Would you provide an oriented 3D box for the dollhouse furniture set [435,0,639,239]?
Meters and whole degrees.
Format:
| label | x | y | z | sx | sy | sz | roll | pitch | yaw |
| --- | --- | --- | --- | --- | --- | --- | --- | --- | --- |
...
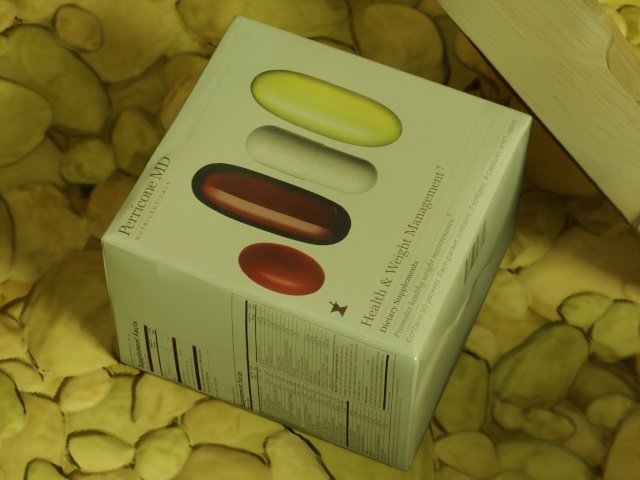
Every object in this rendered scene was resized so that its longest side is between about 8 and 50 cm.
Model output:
| label | x | y | z | sx | sy | sz | roll | pitch | yaw |
| --- | --- | --- | --- | --- | --- | --- | --- | --- | --- |
| dollhouse furniture set | 0.302 | -0.187 | 1.249 | 0.394 | 0.362 | 0.256 | -40 | 62 | 6 |

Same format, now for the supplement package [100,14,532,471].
| label | x | y | z | sx | sy | sz | roll | pitch | yaw |
| --- | --- | --- | --- | --- | --- | --- | --- | --- | --- |
| supplement package | 0.000 | 0.000 | 1.238 | 0.203 | 0.149 | 0.194 | 20 | 59 | 12 |
